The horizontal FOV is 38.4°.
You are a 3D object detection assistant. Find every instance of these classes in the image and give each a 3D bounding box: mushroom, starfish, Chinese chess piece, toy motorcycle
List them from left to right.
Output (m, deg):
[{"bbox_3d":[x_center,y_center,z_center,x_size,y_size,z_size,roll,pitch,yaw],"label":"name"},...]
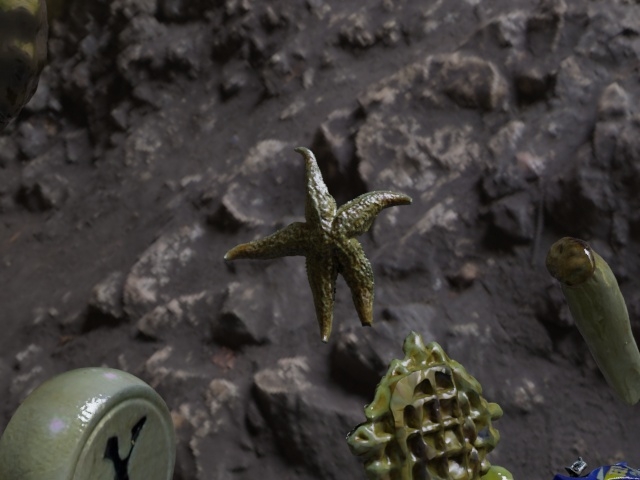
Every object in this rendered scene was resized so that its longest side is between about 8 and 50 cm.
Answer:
[{"bbox_3d":[-0.246,0.252,0.982,0.092,0.237,0.237,6,46,22],"label":"Chinese chess piece"},{"bbox_3d":[-0.001,-0.001,1.010,0.217,0.050,0.223,-17,74,10],"label":"starfish"},{"bbox_3d":[0.423,0.119,1.378,0.081,0.312,0.100,-27,32,11],"label":"mushroom"},{"bbox_3d":[0.379,0.312,1.121,0.169,0.315,0.113,-4,81,29],"label":"toy motorcycle"}]

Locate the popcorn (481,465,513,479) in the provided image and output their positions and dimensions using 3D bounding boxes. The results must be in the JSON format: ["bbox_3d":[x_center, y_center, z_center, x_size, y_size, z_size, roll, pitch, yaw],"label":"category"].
[{"bbox_3d":[0.199,0.466,1.321,0.279,0.335,0.274,-58,22,-20],"label":"popcorn"}]

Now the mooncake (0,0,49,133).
[{"bbox_3d":[-0.313,-0.185,0.730,0.228,0.228,0.124,-20,-7,34],"label":"mooncake"}]

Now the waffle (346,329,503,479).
[{"bbox_3d":[0.144,0.249,1.165,0.054,0.204,0.223,-17,31,51],"label":"waffle"}]
